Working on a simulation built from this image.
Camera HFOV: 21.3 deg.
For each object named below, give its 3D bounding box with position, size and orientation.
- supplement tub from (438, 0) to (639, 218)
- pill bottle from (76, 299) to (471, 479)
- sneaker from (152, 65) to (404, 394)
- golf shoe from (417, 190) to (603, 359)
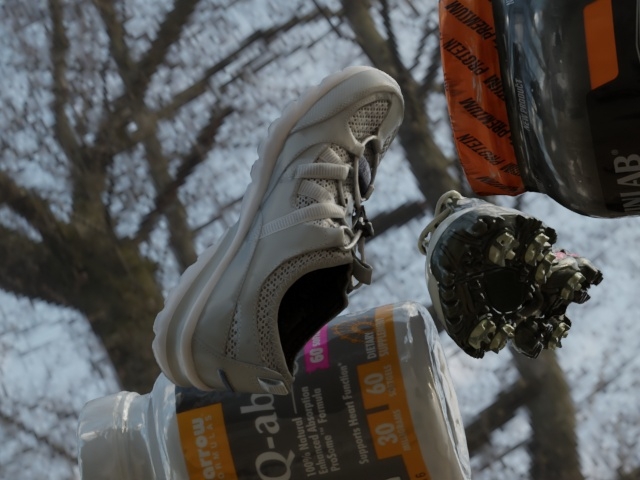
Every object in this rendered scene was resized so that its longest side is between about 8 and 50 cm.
[{"bbox_3d":[0.252,-0.123,1.025,0.338,0.207,0.207,-6,-40,16],"label":"supplement tub"},{"bbox_3d":[-0.035,0.154,1.309,0.278,0.162,0.162,-15,-42,8],"label":"pill bottle"},{"bbox_3d":[0.000,0.000,1.214,0.281,0.115,0.105,-60,-32,-21],"label":"sneaker"},{"bbox_3d":[0.111,0.018,1.230,0.105,0.120,0.273,-56,-22,3],"label":"golf shoe"}]
